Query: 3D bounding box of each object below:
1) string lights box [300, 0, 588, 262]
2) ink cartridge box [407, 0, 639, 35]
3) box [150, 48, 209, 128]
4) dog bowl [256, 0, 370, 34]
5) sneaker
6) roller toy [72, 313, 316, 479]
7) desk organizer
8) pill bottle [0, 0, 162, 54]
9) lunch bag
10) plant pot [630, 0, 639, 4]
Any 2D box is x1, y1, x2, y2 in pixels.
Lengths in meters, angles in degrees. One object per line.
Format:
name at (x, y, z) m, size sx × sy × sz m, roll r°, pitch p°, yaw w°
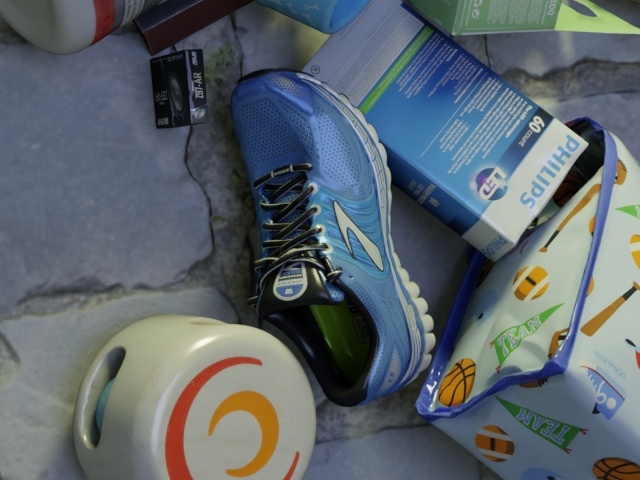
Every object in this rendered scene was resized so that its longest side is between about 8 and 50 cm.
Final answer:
string lights box at (0.112, -0.114, 1.323) m, size 0.260 × 0.077 × 0.133 m, roll 38°, pitch 73°, yaw 2°
ink cartridge box at (0.190, -0.258, 1.364) m, size 0.235 × 0.171 × 0.056 m, roll -6°, pitch 122°, yaw -27°
box at (-0.129, -0.137, 1.245) m, size 0.018 × 0.083 × 0.067 m, roll -7°, pitch 95°, yaw -29°
dog bowl at (0.060, -0.312, 1.236) m, size 0.074 × 0.166 × 0.297 m, roll 39°, pitch 91°, yaw 7°
sneaker at (0.000, 0.000, 1.247) m, size 0.147 × 0.130 × 0.330 m, roll -33°, pitch 102°, yaw -60°
roller toy at (-0.113, 0.162, 1.223) m, size 0.209 × 0.146 × 0.191 m, roll -31°, pitch 111°, yaw -33°
desk organizer at (-0.115, -0.228, 1.269) m, size 0.130 × 0.050 × 0.047 m, roll -30°, pitch 71°, yaw -9°
pill bottle at (-0.130, -0.332, 1.170) m, size 0.363 × 0.210 × 0.210 m, roll -36°, pitch 107°, yaw -23°
lunch bag at (0.308, 0.102, 1.391) m, size 0.328 × 0.239 × 0.385 m, roll 41°, pitch 49°, yaw -21°
plant pot at (0.415, -0.337, 1.462) m, size 0.274 × 0.256 × 0.256 m, roll -3°, pitch 92°, yaw -12°
